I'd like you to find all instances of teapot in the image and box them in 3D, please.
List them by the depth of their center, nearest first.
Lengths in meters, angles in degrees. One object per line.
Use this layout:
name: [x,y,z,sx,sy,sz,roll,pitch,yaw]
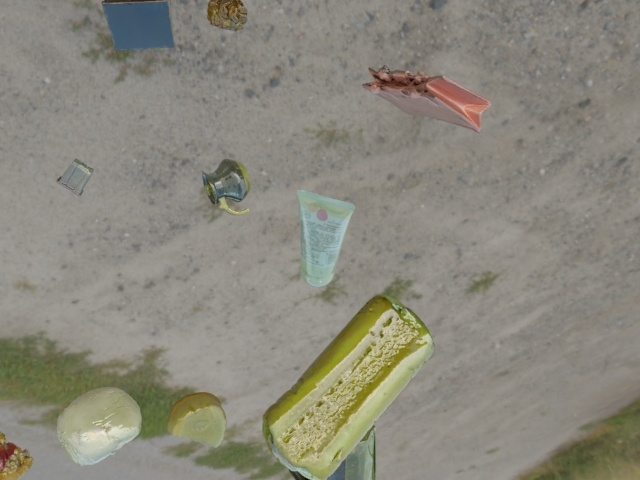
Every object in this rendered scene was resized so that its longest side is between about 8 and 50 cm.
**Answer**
teapot: [-0.261,-0.147,1.655,0.119,0.165,0.130,-22,-177,-19]

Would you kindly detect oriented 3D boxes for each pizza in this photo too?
pizza: [-0.656,0.395,1.121,0.062,0.198,0.188,-34,174,17]

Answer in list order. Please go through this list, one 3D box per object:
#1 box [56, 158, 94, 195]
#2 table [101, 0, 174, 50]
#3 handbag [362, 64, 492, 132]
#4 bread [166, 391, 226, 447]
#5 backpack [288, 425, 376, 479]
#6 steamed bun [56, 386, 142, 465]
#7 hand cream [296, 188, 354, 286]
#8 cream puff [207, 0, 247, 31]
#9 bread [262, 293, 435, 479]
box: [-0.549,-0.144,1.314,0.060,0.085,0.063,36,90,-22]
table: [-0.506,-0.662,1.615,0.173,0.193,0.169,-6,155,-9]
handbag: [0.190,-0.262,1.067,0.157,0.212,0.059,16,99,-36]
bread: [-0.306,0.457,1.494,0.156,0.086,0.125,35,83,-32]
backpack: [0.003,0.436,1.225,0.140,0.253,0.206,-7,103,-38]
steamed bun: [-0.329,0.267,0.862,0.112,0.090,0.130,-31,-173,-35]
hand cream: [0.000,0.000,1.502,0.147,0.093,0.305,17,139,10]
cream puff: [-0.259,-0.644,1.638,0.116,0.122,0.094,6,124,-15]
bread: [0.055,0.273,1.108,0.383,0.166,0.112,-44,176,-23]
